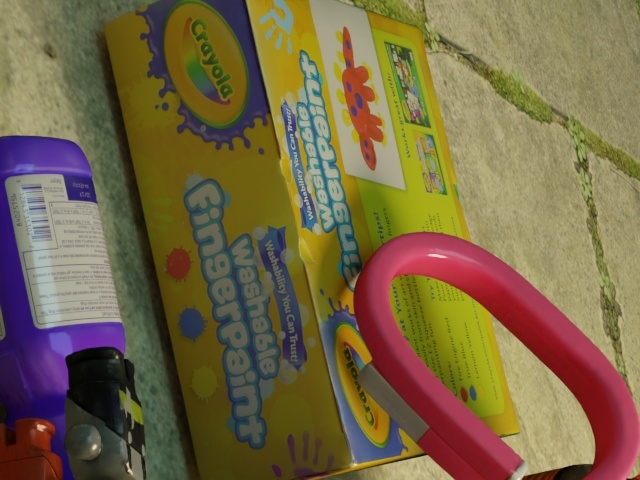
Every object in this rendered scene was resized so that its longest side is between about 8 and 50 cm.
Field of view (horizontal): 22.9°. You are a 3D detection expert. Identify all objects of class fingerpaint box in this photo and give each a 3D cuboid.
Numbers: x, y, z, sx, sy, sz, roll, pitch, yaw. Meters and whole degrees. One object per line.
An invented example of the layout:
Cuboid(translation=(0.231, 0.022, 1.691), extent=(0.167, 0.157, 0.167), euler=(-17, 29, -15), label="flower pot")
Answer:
Cuboid(translation=(0.000, 0.000, 1.515), extent=(0.371, 0.163, 0.444), euler=(2, 72, -61), label="fingerpaint box")

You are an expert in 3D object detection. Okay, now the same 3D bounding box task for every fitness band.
Cuboid(translation=(0.149, 0.113, 1.366), extent=(0.291, 0.054, 0.209), euler=(45, 44, 9), label="fitness band")

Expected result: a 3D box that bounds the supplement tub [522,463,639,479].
Cuboid(translation=(0.181, 0.326, 1.467), extent=(0.207, 0.338, 0.207), euler=(36, 45, -47), label="supplement tub")

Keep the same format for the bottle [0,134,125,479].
Cuboid(translation=(-0.205, 0.065, 1.188), extent=(0.118, 0.092, 0.282), euler=(-1, 75, -57), label="bottle")

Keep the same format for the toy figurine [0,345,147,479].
Cuboid(translation=(-0.218, 0.158, 0.969), extent=(0.213, 0.209, 0.148), euler=(11, 60, -35), label="toy figurine")
